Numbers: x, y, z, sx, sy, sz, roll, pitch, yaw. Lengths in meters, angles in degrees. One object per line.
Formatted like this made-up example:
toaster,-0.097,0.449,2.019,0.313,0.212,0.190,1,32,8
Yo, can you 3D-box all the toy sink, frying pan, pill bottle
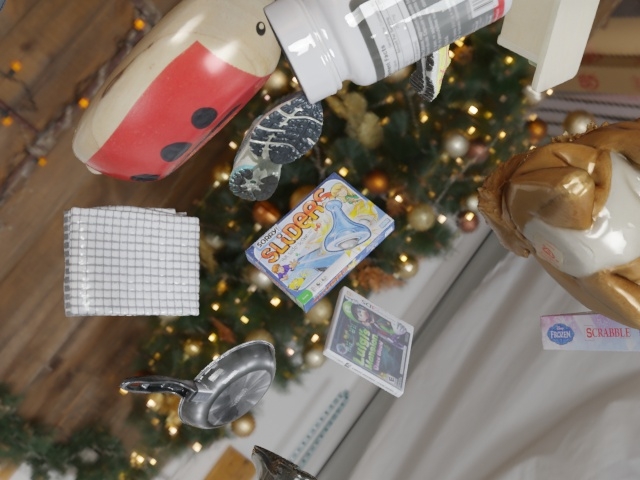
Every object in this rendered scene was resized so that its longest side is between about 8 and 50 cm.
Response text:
toy sink,0.472,-0.454,1.788,0.131,0.153,0.234,38,139,34
frying pan,-0.167,0.223,1.384,0.053,0.197,0.326,45,175,27
pill bottle,0.082,-0.297,1.082,0.161,0.283,0.161,63,-179,-3

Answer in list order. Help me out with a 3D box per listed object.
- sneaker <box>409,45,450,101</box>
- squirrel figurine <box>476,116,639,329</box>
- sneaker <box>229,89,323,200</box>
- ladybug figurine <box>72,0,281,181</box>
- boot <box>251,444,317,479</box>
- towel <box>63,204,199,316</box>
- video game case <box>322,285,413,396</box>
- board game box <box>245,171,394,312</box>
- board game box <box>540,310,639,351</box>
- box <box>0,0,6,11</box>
sneaker,0.277,-0.419,2.065,0.081,0.094,0.208,41,158,18
squirrel figurine,0.453,-0.110,1.300,0.281,0.370,0.397,51,169,-18
sneaker,-0.090,-0.196,1.548,0.110,0.122,0.283,18,142,-25
ladybug figurine,-0.223,-0.242,1.388,0.162,0.449,0.305,48,-153,-4
boot,-0.096,0.437,1.418,0.083,0.161,0.246,30,168,-12
towel,-0.403,0.047,1.826,0.284,0.235,0.121,2,171,-31
video game case,0.098,0.194,1.669,0.173,0.190,0.022,31,127,-10
board game box,0.000,0.000,1.358,0.136,0.201,0.035,40,163,22
board game box,0.598,0.143,1.450,0.319,0.065,0.318,-2,175,-21
box,-0.338,-0.328,0.889,0.073,0.295,0.293,24,-150,-27
